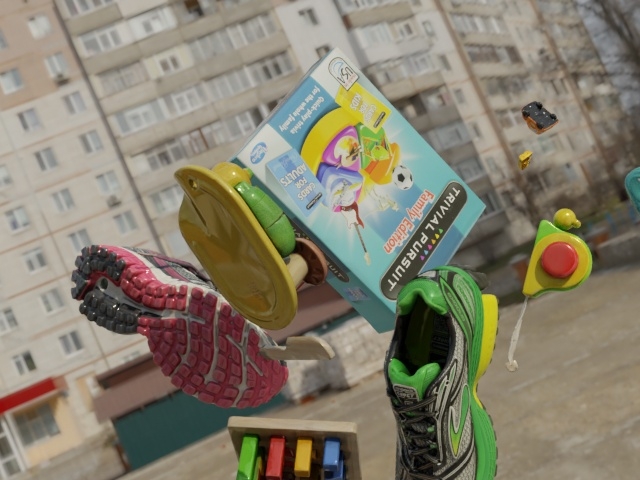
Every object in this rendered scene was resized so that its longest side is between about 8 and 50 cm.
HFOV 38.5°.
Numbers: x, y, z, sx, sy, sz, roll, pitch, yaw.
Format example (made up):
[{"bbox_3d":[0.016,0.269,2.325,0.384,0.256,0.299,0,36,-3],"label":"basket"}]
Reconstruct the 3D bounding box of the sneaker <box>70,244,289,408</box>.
[{"bbox_3d":[-0.148,0.080,1.045,0.112,0.299,0.121,-6,-58,-55],"label":"sneaker"}]

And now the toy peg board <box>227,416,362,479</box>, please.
[{"bbox_3d":[-0.032,0.300,1.164,0.160,0.079,0.161,2,-39,7],"label":"toy peg board"}]

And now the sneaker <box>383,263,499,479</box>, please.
[{"bbox_3d":[0.124,0.201,1.098,0.134,0.343,0.146,0,0,38],"label":"sneaker"}]

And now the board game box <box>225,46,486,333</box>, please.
[{"bbox_3d":[0.055,-0.073,1.330,0.254,0.336,0.079,-53,14,-29],"label":"board game box"}]

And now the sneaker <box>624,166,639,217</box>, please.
[{"bbox_3d":[0.604,-0.030,1.588,0.110,0.275,0.107,7,-45,-29],"label":"sneaker"}]

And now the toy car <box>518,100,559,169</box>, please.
[{"bbox_3d":[0.319,-0.161,1.421,0.122,0.060,0.040,-49,-24,-25],"label":"toy car"}]

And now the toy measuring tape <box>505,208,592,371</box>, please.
[{"bbox_3d":[0.445,0.102,1.749,0.121,0.330,0.121,15,-2,1],"label":"toy measuring tape"}]

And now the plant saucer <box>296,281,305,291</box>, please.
[{"bbox_3d":[0.000,0.000,1.990,0.258,0.048,0.259,-43,-14,-34],"label":"plant saucer"}]

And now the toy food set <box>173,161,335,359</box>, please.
[{"bbox_3d":[-0.054,0.011,0.876,0.071,0.218,0.128,-36,8,-34],"label":"toy food set"}]
